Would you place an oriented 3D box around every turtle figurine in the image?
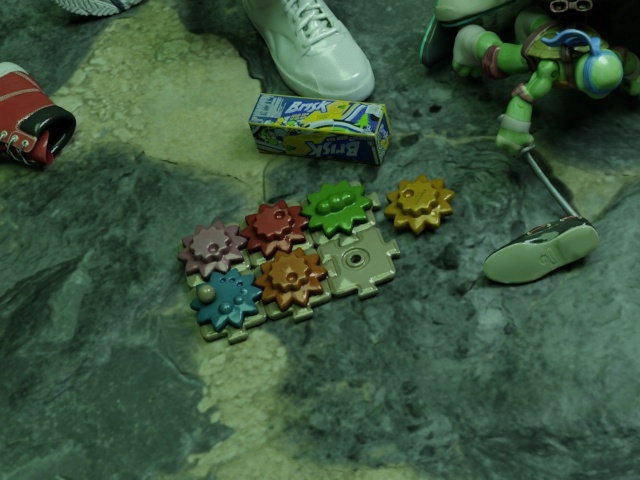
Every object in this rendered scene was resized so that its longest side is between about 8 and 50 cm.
[{"bbox_3d":[0.285,-0.169,1.535,0.198,0.274,0.266,-47,33,4],"label":"turtle figurine"}]

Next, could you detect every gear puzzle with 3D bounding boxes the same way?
[{"bbox_3d":[0.000,0.000,1.506,0.339,0.044,0.175,-19,51,-1],"label":"gear puzzle"}]

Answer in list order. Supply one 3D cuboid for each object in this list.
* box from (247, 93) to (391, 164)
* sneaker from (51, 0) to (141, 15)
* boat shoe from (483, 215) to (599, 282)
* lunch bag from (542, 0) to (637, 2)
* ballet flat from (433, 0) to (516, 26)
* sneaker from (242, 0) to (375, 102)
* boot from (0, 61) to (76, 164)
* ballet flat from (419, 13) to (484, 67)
[{"bbox_3d":[0.000,-0.141,1.607,0.169,0.059,0.054,8,56,19],"label":"box"},{"bbox_3d":[-0.297,-0.423,1.880,0.235,0.094,0.153,-23,49,-5],"label":"sneaker"},{"bbox_3d":[0.246,0.011,1.442,0.133,0.049,0.042,-21,22,6],"label":"boat shoe"},{"bbox_3d":[0.368,-0.377,1.476,0.256,0.212,0.305,-25,12,-17],"label":"lunch bag"},{"bbox_3d":[0.247,-0.337,1.636,0.248,0.086,0.086,-20,47,-30],"label":"ballet flat"},{"bbox_3d":[-0.035,-0.309,1.679,0.108,0.169,0.292,-30,53,-13],"label":"sneaker"},{"bbox_3d":[-0.452,-0.125,1.692,0.244,0.088,0.176,-36,55,-19],"label":"boot"},{"bbox_3d":[0.186,-0.301,1.683,0.074,0.074,0.203,7,51,19],"label":"ballet flat"}]
